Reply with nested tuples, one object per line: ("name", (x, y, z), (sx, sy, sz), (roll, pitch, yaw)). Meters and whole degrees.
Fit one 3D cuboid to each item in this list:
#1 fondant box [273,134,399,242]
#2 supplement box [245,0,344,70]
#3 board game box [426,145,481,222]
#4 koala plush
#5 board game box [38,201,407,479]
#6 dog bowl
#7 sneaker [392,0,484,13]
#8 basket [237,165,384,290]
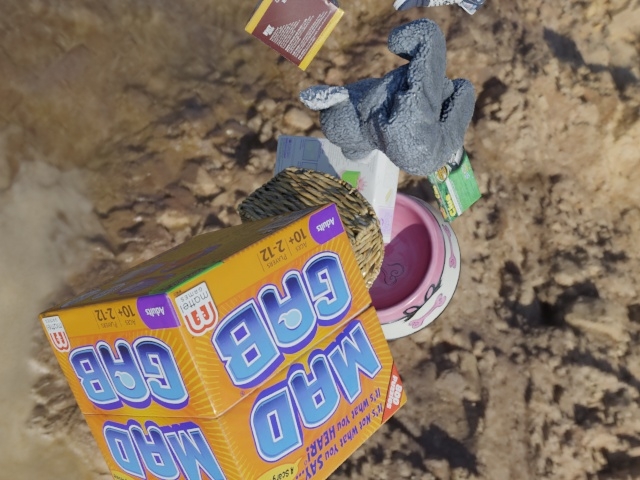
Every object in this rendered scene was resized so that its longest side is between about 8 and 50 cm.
("fondant box", (0.029, -0.131, 1.851), (0.096, 0.330, 0.238), (2, 97, -49))
("supplement box", (-0.070, -0.603, 2.005), (0.194, 0.191, 0.129), (31, 23, -17))
("board game box", (0.323, -0.190, 1.902), (0.136, 0.030, 0.260), (-38, 116, -30))
("koala plush", (0.087, -0.189, 1.119), (0.196, 0.221, 0.203), (45, 55, -46))
("board game box", (-0.148, 0.188, 1.192), (0.356, 0.356, 0.356), (-31, 104, -45))
("dog bowl", (0.151, 0.047, 1.938), (0.150, 0.408, 0.408), (39, 38, -65))
("sneaker", (0.350, -0.678, 2.073), (0.153, 0.282, 0.099), (58, -4, -2))
("basket", (0.000, 0.000, 1.634), (0.213, 0.299, 0.223), (-40, 140, -21))
